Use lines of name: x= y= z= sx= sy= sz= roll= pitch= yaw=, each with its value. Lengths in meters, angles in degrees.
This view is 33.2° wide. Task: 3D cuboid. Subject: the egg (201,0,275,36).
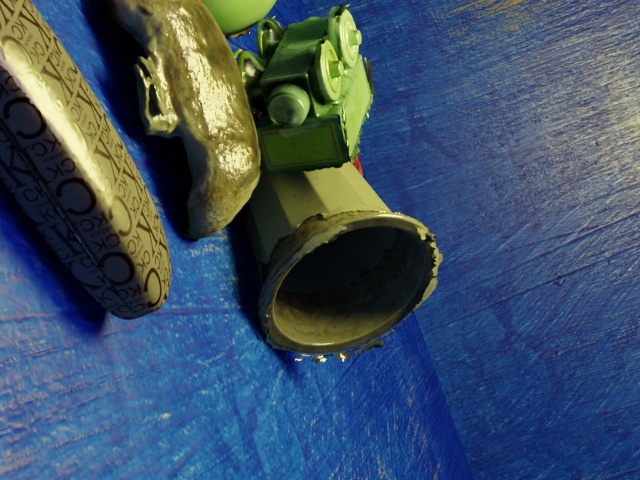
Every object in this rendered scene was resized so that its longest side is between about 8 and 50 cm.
egg: x=-0.166 y=-0.417 z=1.545 sx=0.270 sy=0.220 sz=0.220 roll=49 pitch=23 yaw=-52

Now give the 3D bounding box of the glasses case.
glasses case: x=-0.228 y=-0.078 z=0.940 sx=0.137 sy=0.085 sz=0.355 roll=-98 pitch=164 yaw=-54

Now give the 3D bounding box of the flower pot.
flower pot: x=0.000 y=0.000 z=1.604 sx=0.259 sy=0.290 sz=0.290 roll=59 pitch=1 yaw=40

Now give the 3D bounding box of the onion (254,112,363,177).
onion: x=-0.011 y=-0.170 z=1.900 sx=0.230 sy=0.163 sz=0.230 roll=41 pitch=-7 yaw=6

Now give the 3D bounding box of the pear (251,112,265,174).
pear: x=-0.130 y=-0.145 z=1.559 sx=0.131 sy=0.107 sz=0.107 roll=51 pitch=11 yaw=-1

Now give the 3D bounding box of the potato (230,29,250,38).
potato: x=-0.161 y=-0.504 z=1.989 sx=0.243 sy=0.138 sz=0.098 roll=65 pitch=15 yaw=-12

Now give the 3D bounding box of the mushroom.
mushroom: x=-0.165 y=-0.180 z=1.358 sx=0.247 sy=0.130 sz=0.344 roll=1 pitch=68 yaw=-84

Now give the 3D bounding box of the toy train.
toy train: x=-0.018 y=-0.219 z=1.540 sx=0.272 sy=0.159 sz=0.188 roll=-73 pitch=152 yaw=-54
